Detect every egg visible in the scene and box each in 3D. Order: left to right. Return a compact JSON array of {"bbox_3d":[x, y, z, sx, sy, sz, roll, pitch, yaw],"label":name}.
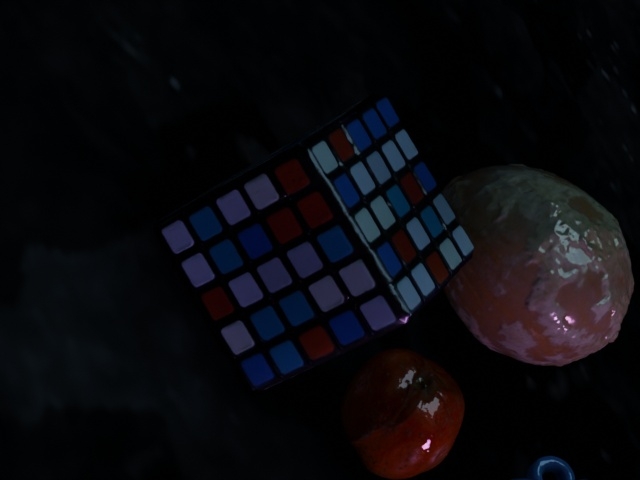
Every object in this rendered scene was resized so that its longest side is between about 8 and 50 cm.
[{"bbox_3d":[0.225,0.025,1.771,0.245,0.203,0.203,44,35,-8],"label":"egg"}]

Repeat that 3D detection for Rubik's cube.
[{"bbox_3d":[0.000,0.000,1.483,0.182,0.187,0.184,60,34,-4],"label":"Rubik's cube"}]

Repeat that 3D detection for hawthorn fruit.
[{"bbox_3d":[0.076,0.159,1.538,0.128,0.128,0.128,34,42,-37],"label":"hawthorn fruit"}]

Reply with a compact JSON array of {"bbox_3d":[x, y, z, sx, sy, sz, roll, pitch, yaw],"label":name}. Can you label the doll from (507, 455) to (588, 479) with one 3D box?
[{"bbox_3d":[0.195,0.305,1.047,0.199,0.145,0.363,0,58,-25],"label":"doll"}]
